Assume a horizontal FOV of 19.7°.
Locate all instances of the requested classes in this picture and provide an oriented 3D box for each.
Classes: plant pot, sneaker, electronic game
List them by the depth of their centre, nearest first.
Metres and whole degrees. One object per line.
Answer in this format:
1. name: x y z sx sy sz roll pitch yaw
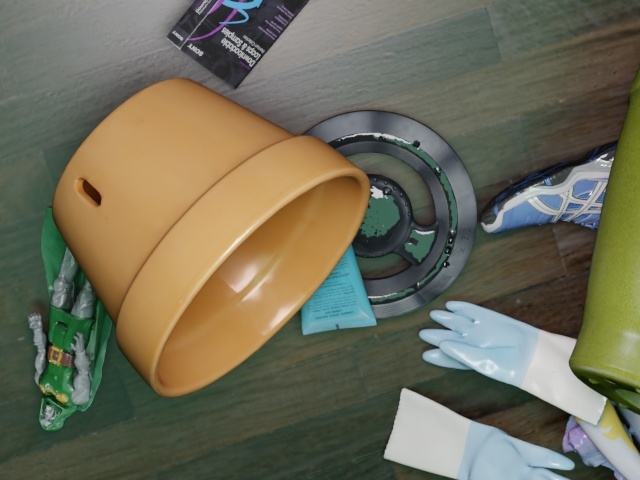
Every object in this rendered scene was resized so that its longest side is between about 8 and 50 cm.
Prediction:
1. plant pot: -0.124 -0.019 1.799 0.203 0.291 0.291 42 95 17
2. plant pot: 0.421 0.019 1.823 0.366 0.366 0.353 26 82 -9
3. sneaker: 0.275 -0.045 1.987 0.211 0.080 0.081 -20 98 0
4. electronic game: 0.054 -0.027 1.987 0.229 0.048 0.229 1 101 3

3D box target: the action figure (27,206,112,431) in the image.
1. action figure: -0.266 0.095 1.962 0.137 0.063 0.232 21 108 35

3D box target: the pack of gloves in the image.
1. pack of gloves: 0.182 0.177 1.975 0.232 0.046 0.195 18 93 31

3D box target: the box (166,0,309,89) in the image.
1. box: -0.073 -0.243 1.911 0.162 0.116 0.029 -49 56 6

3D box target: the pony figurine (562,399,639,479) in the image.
1. pony figurine: 0.430 0.296 1.992 0.351 0.303 0.363 -36 86 -6

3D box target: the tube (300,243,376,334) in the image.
1. tube: 0.000 0.000 1.949 0.080 0.052 0.207 -8 107 14
